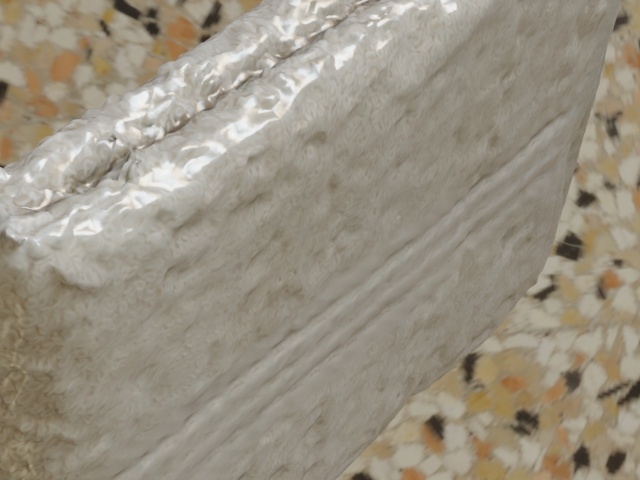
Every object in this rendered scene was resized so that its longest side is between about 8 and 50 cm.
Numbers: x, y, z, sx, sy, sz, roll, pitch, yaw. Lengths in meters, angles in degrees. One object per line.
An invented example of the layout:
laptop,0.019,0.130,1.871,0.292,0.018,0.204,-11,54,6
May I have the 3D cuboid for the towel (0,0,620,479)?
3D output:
towel,0.000,0.000,0.466,0.049,0.282,0.187,30,135,25
